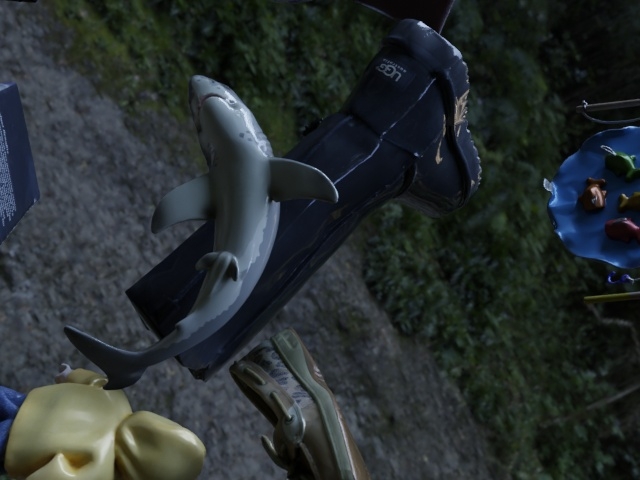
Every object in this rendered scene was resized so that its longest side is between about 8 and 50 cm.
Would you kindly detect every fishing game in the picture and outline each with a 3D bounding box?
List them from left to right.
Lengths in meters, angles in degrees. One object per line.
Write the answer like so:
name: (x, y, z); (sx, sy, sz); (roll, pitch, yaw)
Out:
fishing game: (0.326, -0.055, 0.935); (0.041, 0.189, 0.264); (55, 39, -49)

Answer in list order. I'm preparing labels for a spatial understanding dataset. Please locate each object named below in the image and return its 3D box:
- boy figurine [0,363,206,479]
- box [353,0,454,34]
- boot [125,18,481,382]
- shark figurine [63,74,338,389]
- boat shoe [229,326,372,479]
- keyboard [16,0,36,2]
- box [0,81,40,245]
boy figurine: (-0.258, 0.196, 0.907); (0.177, 0.285, 0.092); (-90, -171, -52)
box: (0.159, -0.495, 1.242); (0.191, 0.381, 0.143); (25, 15, 1)
boot: (-0.001, -0.001, 1.087); (0.146, 0.445, 0.367); (34, -14, 27)
shark figurine: (-0.080, 0.017, 0.754); (0.166, 0.278, 0.116); (20, -8, 14)
boat shoe: (-0.021, 0.192, 0.910); (0.285, 0.089, 0.104); (-128, -165, -64)
keyboard: (-0.406, -0.330, 1.056); (0.192, 0.100, 0.038); (47, 50, -65)
box: (-0.530, -0.080, 1.095); (0.294, 0.296, 0.183); (-115, -162, -74)
